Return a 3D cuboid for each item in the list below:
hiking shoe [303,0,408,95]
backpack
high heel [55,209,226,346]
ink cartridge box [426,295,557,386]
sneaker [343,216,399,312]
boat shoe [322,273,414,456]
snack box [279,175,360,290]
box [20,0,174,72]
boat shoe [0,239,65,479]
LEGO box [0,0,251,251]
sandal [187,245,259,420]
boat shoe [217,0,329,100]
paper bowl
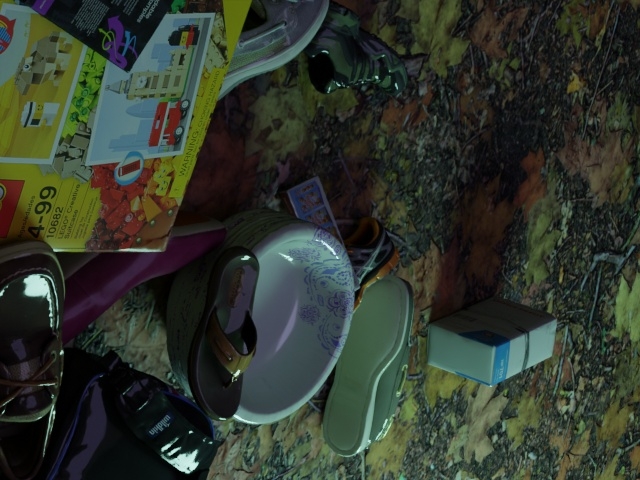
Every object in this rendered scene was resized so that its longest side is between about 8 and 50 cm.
[{"bbox_3d":[0.034,-0.253,2.071,0.114,0.086,0.227,-54,135,1],"label":"hiking shoe"},{"bbox_3d":[-0.266,0.275,1.812,0.263,0.213,0.277,29,87,-43],"label":"backpack"},{"bbox_3d":[-0.275,0.065,1.790,0.377,0.127,0.181,-10,114,-38],"label":"high heel"},{"bbox_3d":[0.294,0.170,2.502,0.190,0.139,0.082,-16,116,-46],"label":"ink cartridge box"},{"bbox_3d":[0.034,0.046,2.190,0.215,0.084,0.083,-47,129,-37],"label":"sneaker"},{"bbox_3d":[0.087,0.191,2.289,0.091,0.109,0.305,-7,117,-53],"label":"boat shoe"},{"bbox_3d":[0.000,0.000,2.109,0.064,0.022,0.178,-28,102,-36],"label":"snack box"},{"bbox_3d":[-0.209,-0.245,1.410,0.116,0.029,0.162,-57,143,0],"label":"box"},{"bbox_3d":[-0.324,0.142,1.579,0.123,0.123,0.342,-14,143,-31],"label":"boat shoe"},{"bbox_3d":[-0.272,-0.251,1.524,0.372,0.193,0.500,0,116,-51],"label":"LEGO box"},{"bbox_3d":[-0.107,0.118,1.817,0.090,0.060,0.219,15,88,-45],"label":"sandal"},{"bbox_3d":[-0.115,-0.266,1.844,0.320,0.118,0.103,-36,135,-27],"label":"boat shoe"},{"bbox_3d":[-0.096,0.096,1.990,0.284,0.148,0.284,-25,124,-43],"label":"paper bowl"}]
